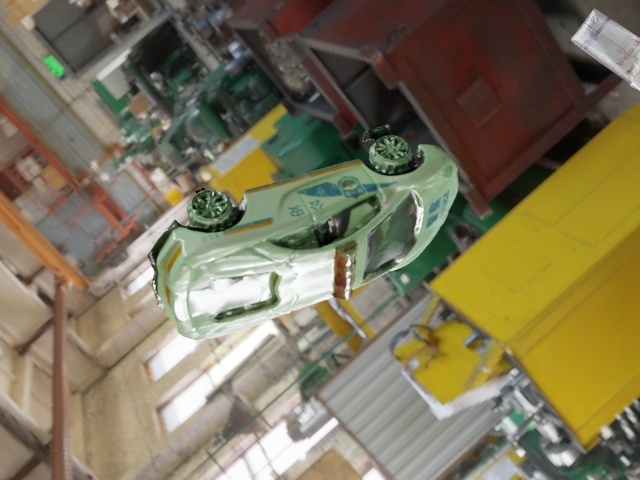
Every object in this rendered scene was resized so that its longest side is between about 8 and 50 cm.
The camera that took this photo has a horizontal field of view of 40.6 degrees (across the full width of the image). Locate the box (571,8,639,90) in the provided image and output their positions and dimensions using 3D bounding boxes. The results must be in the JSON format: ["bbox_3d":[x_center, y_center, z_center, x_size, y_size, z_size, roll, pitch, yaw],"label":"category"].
[{"bbox_3d":[0.361,-0.230,1.046,0.036,0.050,0.117,16,-151,-41],"label":"box"}]

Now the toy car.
[{"bbox_3d":[0.000,0.000,0.472,0.058,0.186,0.093,57,156,36],"label":"toy car"}]
